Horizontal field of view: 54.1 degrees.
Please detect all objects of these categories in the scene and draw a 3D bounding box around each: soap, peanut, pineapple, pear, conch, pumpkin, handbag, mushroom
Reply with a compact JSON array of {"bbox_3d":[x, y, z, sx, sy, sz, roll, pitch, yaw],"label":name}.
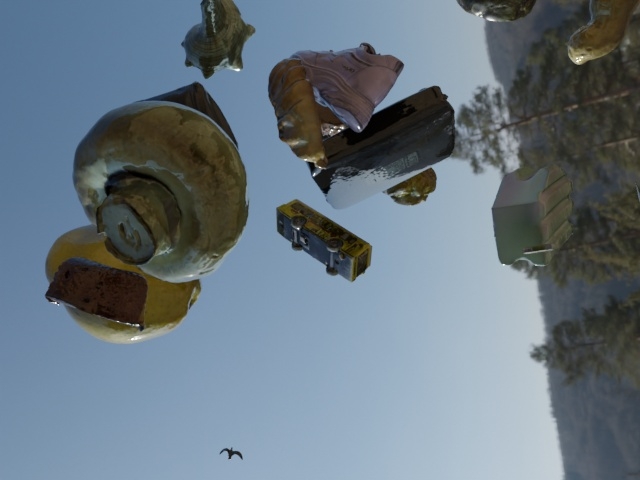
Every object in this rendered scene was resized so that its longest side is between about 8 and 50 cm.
[{"bbox_3d":[0.673,-0.099,1.952,0.446,0.156,0.262,-25,-73,-55],"label":"soap"},{"bbox_3d":[0.656,-0.509,1.432,0.098,0.103,0.230,-9,-52,-48],"label":"peanut"},{"bbox_3d":[0.055,-0.333,1.864,0.364,0.165,0.166,66,-162,-76],"label":"pineapple"},{"bbox_3d":[-0.549,0.108,1.781,0.362,0.417,0.363,-162,90,-85],"label":"pear"},{"bbox_3d":[-0.172,-0.366,1.114,0.114,0.234,0.137,29,-123,-17],"label":"conch"},{"bbox_3d":[0.428,-0.620,1.423,0.317,0.221,0.139,-72,-12,-47],"label":"pumpkin"},{"bbox_3d":[-0.415,-0.284,1.792,0.275,0.301,0.178,65,-163,-46],"label":"handbag"},{"bbox_3d":[-0.296,-0.083,1.157,0.260,0.351,0.352,-53,-52,-51],"label":"mushroom"}]

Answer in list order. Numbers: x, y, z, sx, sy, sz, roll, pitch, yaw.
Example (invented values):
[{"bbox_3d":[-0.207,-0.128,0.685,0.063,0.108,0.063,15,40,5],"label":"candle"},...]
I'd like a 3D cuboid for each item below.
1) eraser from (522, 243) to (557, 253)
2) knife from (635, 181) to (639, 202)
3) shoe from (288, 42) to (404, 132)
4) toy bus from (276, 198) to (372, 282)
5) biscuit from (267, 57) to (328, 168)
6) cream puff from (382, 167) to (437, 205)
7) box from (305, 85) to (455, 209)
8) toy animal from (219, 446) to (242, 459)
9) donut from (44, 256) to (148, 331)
[{"bbox_3d":[0.590,0.022,1.688,0.038,0.083,0.019,5,-103,-46],"label":"eraser"},{"bbox_3d":[0.813,-0.053,1.565,0.245,0.019,0.072,52,-147,-40],"label":"knife"},{"bbox_3d":[0.039,-0.297,1.098,0.245,0.137,0.095,47,-178,42],"label":"shoe"},{"bbox_3d":[0.000,0.000,1.293,0.074,0.226,0.081,-31,-42,-35],"label":"toy bus"},{"bbox_3d":[-0.039,-0.189,0.881,0.118,0.061,0.183,82,172,-52],"label":"biscuit"},{"bbox_3d":[0.290,-0.230,2.154,0.196,0.244,0.244,-65,-13,21],"label":"cream puff"},{"bbox_3d":[0.122,-0.168,1.218,0.073,0.288,0.290,65,-174,16],"label":"box"},{"bbox_3d":[-0.306,0.729,2.148,0.050,0.084,0.028,-146,75,-75],"label":"toy animal"},{"bbox_3d":[-0.483,0.116,1.394,0.144,0.186,0.126,39,-116,-69],"label":"donut"}]
